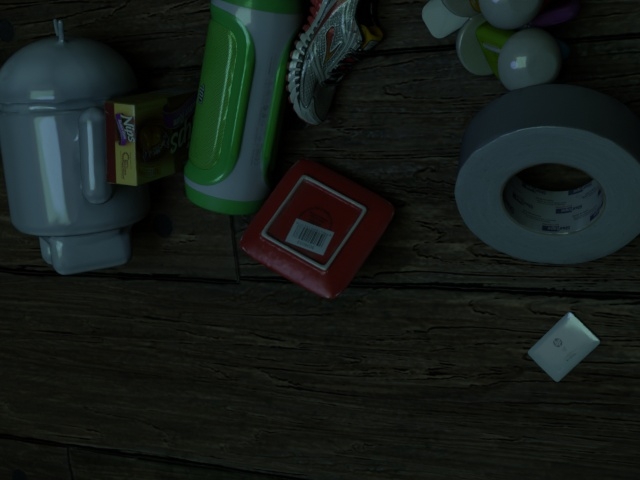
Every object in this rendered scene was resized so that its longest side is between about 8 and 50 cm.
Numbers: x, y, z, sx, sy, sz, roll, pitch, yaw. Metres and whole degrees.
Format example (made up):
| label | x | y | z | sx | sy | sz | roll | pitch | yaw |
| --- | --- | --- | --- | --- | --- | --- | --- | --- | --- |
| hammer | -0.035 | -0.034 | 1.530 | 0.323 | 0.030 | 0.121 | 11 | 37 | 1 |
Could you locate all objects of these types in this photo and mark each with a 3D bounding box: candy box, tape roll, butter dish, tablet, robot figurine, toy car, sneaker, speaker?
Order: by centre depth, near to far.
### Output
| label | x | y | z | sx | sy | sz | roll | pitch | yaw |
| --- | --- | --- | --- | --- | --- | --- | --- | --- | --- |
| tape roll | 0.263 | -0.070 | 1.209 | 0.219 | 0.072 | 0.219 | 8 | 140 | 7 |
| toy car | 0.227 | -0.260 | 1.213 | 0.136 | 0.159 | 0.182 | -27 | 117 | -10 |
| tablet | 0.305 | 0.134 | 1.345 | 0.054 | 0.006 | 0.083 | 46 | 119 | 11 |
| sneaker | 0.023 | -0.247 | 1.351 | 0.093 | 0.088 | 0.225 | 26 | 115 | 19 |
| speaker | -0.103 | -0.189 | 1.414 | 0.131 | 0.131 | 0.296 | 21 | 112 | 23 |
| butter dish | 0.000 | 0.000 | 1.422 | 0.160 | 0.118 | 0.160 | 29 | 72 | 19 |
| candy box | -0.219 | -0.145 | 1.454 | 0.053 | 0.187 | 0.109 | 8 | 106 | 24 |
| robot figurine | -0.351 | -0.135 | 1.523 | 0.300 | 0.200 | 0.353 | 20 | 117 | 58 |

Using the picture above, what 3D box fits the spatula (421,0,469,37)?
| label | x | y | z | sx | sy | sz | roll | pitch | yaw |
| --- | --- | --- | --- | --- | --- | --- | --- | --- | --- |
| spatula | 0.187 | -0.371 | 1.270 | 0.242 | 0.019 | 0.168 | -34 | 80 | 30 |
